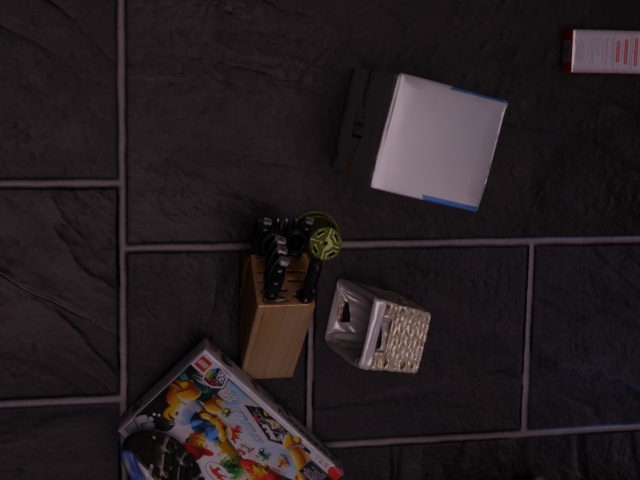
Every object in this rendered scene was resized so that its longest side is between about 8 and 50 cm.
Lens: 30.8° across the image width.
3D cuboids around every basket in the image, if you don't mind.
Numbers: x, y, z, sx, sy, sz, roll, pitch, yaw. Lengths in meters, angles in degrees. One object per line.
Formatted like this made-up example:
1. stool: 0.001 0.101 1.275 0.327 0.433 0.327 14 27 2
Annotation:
1. basket: 0.088 0.133 1.800 0.103 0.167 0.113 11 96 -21

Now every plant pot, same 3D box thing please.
1. plant pot: 0.000 0.000 1.800 0.083 0.079 0.083 -2 99 -14

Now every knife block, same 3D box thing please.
1. knife block: -0.060 0.095 1.715 0.088 0.242 0.276 0 99 -13

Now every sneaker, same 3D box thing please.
1. sneaker: -0.242 0.432 1.758 0.147 0.130 0.330 -11 118 14

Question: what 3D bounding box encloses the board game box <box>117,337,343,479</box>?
1. board game box: -0.137 0.319 1.808 0.193 0.053 0.305 -43 106 10

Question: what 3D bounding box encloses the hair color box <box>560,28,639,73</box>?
1. hair color box: 0.464 -0.306 1.885 0.141 0.043 0.072 0 98 -13

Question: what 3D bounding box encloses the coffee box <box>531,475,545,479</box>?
1. coffee box: 0.319 0.646 1.823 0.337 0.338 0.334 -29 104 0

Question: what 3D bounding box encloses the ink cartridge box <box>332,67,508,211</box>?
1. ink cartridge box: 0.139 -0.155 1.731 0.171 0.232 0.168 12 97 -15
